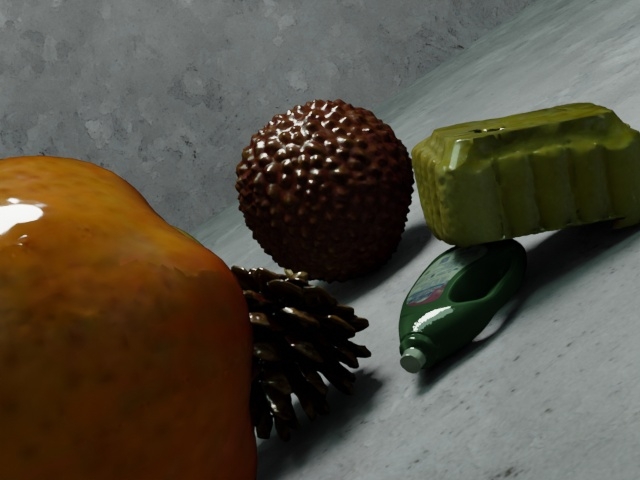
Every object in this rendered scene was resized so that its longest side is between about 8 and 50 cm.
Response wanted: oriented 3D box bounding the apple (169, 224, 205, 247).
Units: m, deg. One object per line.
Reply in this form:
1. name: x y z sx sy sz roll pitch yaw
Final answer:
1. apple: -0.308 0.091 1.766 0.234 0.256 0.257 4 35 44

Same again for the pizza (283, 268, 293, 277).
1. pizza: -0.001 -0.002 1.798 0.127 0.058 0.246 -19 20 51

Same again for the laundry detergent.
1. laundry detergent: 0.144 0.071 1.056 0.137 0.063 0.211 -17 18 36

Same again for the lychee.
1. lychee: 0.011 -0.073 1.503 0.276 0.304 0.275 -32 42 33

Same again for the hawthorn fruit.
1. hawthorn fruit: -0.294 0.162 0.890 0.472 0.471 0.472 -32 11 7

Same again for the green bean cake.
1. green bean cake: 0.233 -0.080 1.125 0.236 0.124 0.233 -11 11 0

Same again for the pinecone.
1. pinecone: -0.052 0.124 1.080 0.208 0.207 0.208 -32 11 7
